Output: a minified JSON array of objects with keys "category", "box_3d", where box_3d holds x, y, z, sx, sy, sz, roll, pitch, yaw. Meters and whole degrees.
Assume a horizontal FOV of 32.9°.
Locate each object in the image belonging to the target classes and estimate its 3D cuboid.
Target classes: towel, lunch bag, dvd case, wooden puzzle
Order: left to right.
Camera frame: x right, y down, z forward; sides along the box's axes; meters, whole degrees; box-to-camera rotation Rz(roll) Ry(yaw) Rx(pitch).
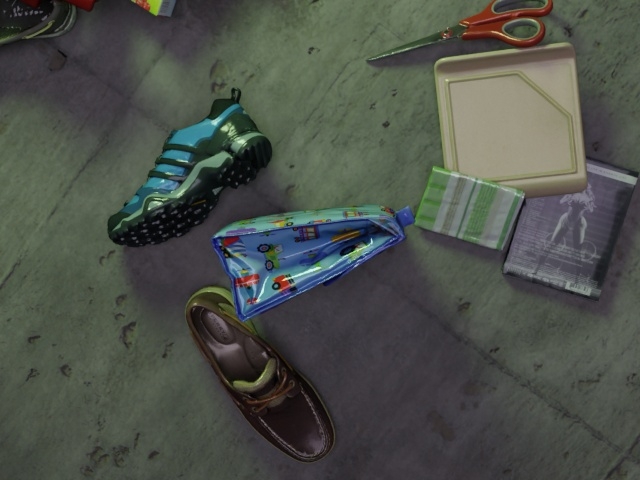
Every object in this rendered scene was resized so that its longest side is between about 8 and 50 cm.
[{"category":"lunch bag","box_3d":[0.000,0.000,1.657,0.293,0.221,0.138,-19,95,3]},{"category":"towel","box_3d":[0.237,-0.053,1.731,0.152,0.023,0.113,17,118,0]},{"category":"wooden puzzle","box_3d":[0.302,-0.182,1.719,0.221,0.044,0.238,-6,100,11]},{"category":"dvd case","box_3d":[0.402,-0.029,1.752,0.165,0.018,0.221,16,96,1]}]

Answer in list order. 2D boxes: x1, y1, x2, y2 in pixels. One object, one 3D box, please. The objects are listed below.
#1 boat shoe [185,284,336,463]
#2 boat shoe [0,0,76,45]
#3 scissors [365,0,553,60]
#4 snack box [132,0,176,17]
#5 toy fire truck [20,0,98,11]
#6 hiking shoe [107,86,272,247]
[{"category":"boat shoe","box_3d":[-0.101,0.223,1.726,0.123,0.123,0.342,-35,94,3]},{"category":"boat shoe","box_3d":[-0.542,-0.348,1.698,0.305,0.091,0.109,-9,95,1]},{"category":"scissors","box_3d":[0.219,-0.338,1.723,0.297,0.021,0.109,-4,59,18]},{"category":"snack box","box_3d":[-0.254,-0.431,1.678,0.100,0.037,0.141,34,112,23]},{"category":"toy fire truck","box_3d":[-0.342,-0.437,1.625,0.246,0.158,0.217,25,58,-9]},{"category":"hiking shoe","box_3d":[-0.219,-0.104,1.726,0.304,0.113,0.132,-34,64,9]}]
